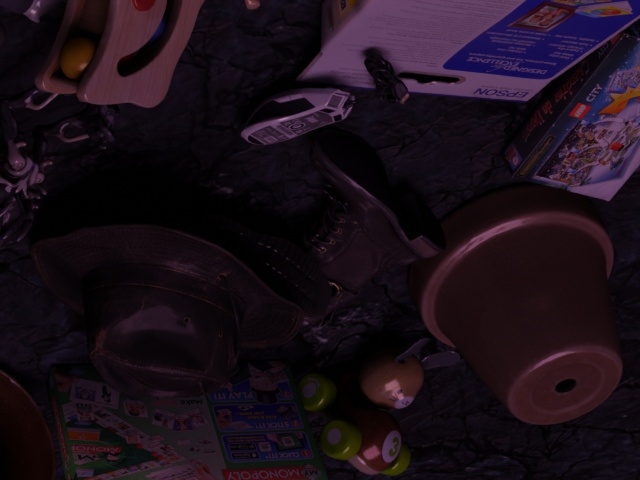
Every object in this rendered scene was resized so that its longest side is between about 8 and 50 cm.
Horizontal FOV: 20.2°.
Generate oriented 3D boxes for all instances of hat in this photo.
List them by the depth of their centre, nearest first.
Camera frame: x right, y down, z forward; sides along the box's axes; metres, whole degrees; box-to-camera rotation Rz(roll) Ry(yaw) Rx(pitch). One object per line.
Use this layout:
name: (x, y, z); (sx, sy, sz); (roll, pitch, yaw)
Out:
hat: (-0.190, 0.106, 2.044); (0.331, 0.134, 0.331); (10, 156, 5)

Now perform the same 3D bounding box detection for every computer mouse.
computer mouse: (-0.001, -0.154, 1.974); (0.193, 0.042, 0.106); (-17, 164, 16)

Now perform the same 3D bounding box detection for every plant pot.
plant pot: (-0.476, 0.284, 2.178); (0.230, 0.215, 0.215); (-31, 140, 35)
plant pot: (0.263, 0.097, 2.233); (0.263, 0.229, 0.263); (-10, 138, -10)

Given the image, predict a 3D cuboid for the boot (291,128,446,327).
boot: (0.000, 0.000, 2.133); (0.229, 0.091, 0.263); (-29, 132, 22)

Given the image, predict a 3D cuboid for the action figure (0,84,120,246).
action figure: (-0.342, -0.079, 1.870); (0.276, 0.141, 0.164); (-42, 139, 1)

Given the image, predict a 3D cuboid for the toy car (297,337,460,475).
toy car: (0.093, 0.199, 2.339); (0.188, 0.149, 0.155); (-40, 147, 16)

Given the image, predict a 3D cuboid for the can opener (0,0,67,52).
can opener: (-0.285, -0.241, 1.743); (0.076, 0.095, 0.283); (-42, 141, 22)

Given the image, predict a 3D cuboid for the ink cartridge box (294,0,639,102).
ink cartridge box: (0.166, -0.243, 1.917); (0.303, 0.072, 0.307); (3, 162, -26)

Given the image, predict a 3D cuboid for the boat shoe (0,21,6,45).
boat shoe: (-0.444, -0.120, 1.802); (0.095, 0.112, 0.335); (30, 115, -36)

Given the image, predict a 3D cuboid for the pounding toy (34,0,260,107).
pounding toy: (-0.161, -0.249, 1.704); (0.154, 0.155, 0.269); (29, 81, -48)

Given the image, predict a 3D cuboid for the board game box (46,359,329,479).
board game box: (-0.165, 0.242, 2.227); (0.317, 0.213, 0.046); (1, 135, -22)

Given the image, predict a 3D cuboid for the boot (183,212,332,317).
boot: (-0.098, 0.039, 2.112); (0.198, 0.077, 0.137); (34, 147, -23)

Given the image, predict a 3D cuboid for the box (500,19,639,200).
box: (0.343, -0.155, 2.131); (0.159, 0.044, 0.233); (13, 129, -32)
